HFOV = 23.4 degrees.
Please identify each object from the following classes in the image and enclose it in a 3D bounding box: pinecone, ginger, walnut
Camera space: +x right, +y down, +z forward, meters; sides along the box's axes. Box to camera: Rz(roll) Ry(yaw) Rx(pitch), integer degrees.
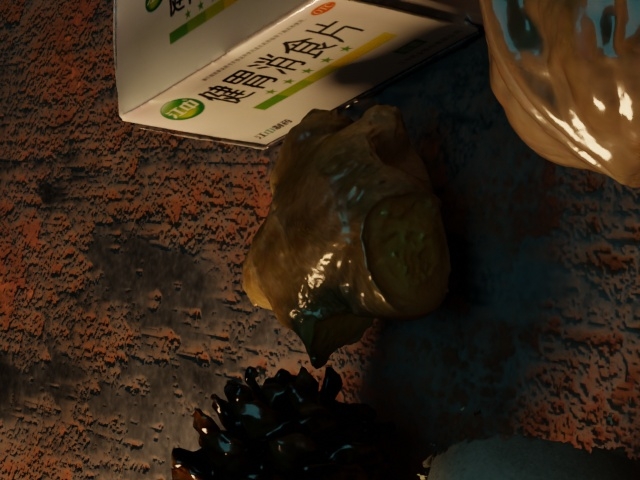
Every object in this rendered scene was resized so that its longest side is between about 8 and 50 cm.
[{"bbox_3d":[-0.038,0.238,1.277,0.224,0.224,0.272,-13,71,50],"label":"pinecone"},{"bbox_3d":[0.000,0.000,1.338,0.270,0.123,0.218,-20,72,49],"label":"ginger"},{"bbox_3d":[0.219,-0.163,1.003,0.273,0.227,0.273,-18,67,51],"label":"walnut"}]

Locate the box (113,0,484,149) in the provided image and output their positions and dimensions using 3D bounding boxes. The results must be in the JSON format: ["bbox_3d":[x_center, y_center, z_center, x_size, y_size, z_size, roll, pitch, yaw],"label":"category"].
[{"bbox_3d":[-0.026,-0.205,1.361,0.333,0.173,0.145,-23,67,48],"label":"box"}]

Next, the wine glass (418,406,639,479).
[{"bbox_3d":[0.132,0.301,1.003,0.190,0.190,0.357,-32,39,45],"label":"wine glass"}]
